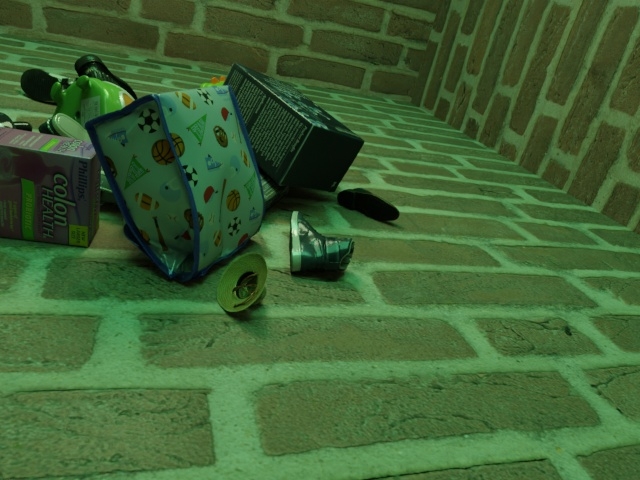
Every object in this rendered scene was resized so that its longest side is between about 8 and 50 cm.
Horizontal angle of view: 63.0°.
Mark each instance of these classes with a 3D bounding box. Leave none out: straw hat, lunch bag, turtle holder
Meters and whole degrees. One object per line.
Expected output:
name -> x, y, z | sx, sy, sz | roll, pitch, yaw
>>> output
straw hat -> -0.148, 0.101, 1.101 | 0.061, 0.144, 0.144 | 44, 2, -41
lunch bag -> -0.299, -0.132, 1.205 | 0.239, 0.385, 0.328 | -14, 15, 26
turtle holder -> -0.699, -0.351, 1.624 | 0.227, 0.320, 0.243 | 1, 58, -59

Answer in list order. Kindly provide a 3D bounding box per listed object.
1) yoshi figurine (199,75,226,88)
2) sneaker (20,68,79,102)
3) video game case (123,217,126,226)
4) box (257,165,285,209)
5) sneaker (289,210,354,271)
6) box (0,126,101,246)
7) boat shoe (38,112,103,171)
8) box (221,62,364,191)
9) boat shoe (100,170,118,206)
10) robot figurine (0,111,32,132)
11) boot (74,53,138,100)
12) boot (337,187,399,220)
yoshi figurine -> -0.395, -0.594, 2.369 | 0.362, 0.204, 0.202 | 8, 63, -45
sneaker -> -1.022, -0.597, 2.087 | 0.331, 0.122, 0.146 | 13, 6, 6
video game case -> -0.438, -0.090, 1.290 | 0.087, 0.122, 0.011 | 0, 20, -27
box -> -0.235, -0.188, 1.580 | 0.242, 0.076, 0.307 | 33, 27, 2
sneaker -> 0.000, 0.002, 1.342 | 0.164, 0.086, 0.226 | -1, 37, -6
box -> -0.620, -0.117, 1.147 | 0.243, 0.213, 0.117 | 8, 25, -14
boat shoe -> -0.658, -0.245, 1.452 | 0.079, 0.254, 0.095 | -20, 57, 19
box -> -0.114, -0.356, 1.685 | 0.395, 0.212, 0.294 | 43, 22, 26
boat shoe -> -0.582, -0.125, 1.354 | 0.320, 0.116, 0.099 | 27, 64, 16
robot figurine -> -0.864, -0.234, 1.303 | 0.209, 0.173, 0.278 | 34, 33, 31
boot -> -0.756, -0.497, 1.944 | 0.260, 0.131, 0.348 | 55, 2, 18
boot -> 0.175, -0.131, 1.731 | 0.219, 0.082, 0.106 | 22, 29, 22
